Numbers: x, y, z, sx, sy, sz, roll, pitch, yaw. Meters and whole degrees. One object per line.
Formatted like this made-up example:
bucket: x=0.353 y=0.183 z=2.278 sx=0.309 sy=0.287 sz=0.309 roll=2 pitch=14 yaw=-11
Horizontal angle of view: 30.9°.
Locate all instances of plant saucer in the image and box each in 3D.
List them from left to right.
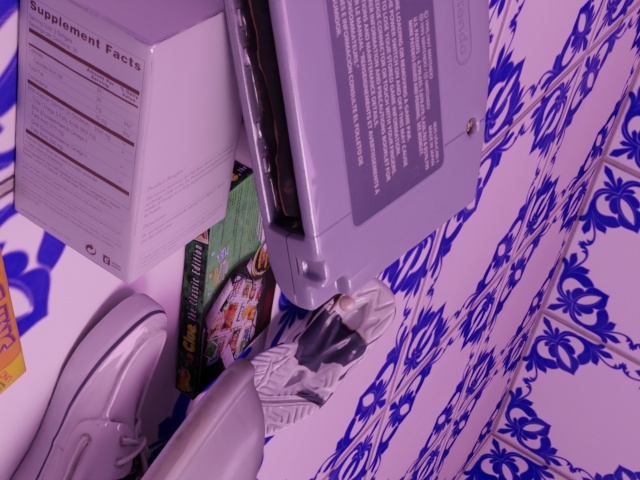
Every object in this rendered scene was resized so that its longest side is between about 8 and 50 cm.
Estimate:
plant saucer: x=-0.146 y=0.297 z=1.048 sx=0.400 sy=0.100 sz=0.400 roll=-56 pitch=178 yaw=-3

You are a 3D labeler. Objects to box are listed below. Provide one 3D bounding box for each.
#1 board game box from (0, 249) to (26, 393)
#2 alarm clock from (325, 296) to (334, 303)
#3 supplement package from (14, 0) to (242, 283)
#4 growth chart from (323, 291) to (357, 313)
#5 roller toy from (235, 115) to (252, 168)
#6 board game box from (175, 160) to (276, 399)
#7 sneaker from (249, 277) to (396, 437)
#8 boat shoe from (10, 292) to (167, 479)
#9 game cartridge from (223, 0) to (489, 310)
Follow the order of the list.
board game box: x=-0.207 y=-0.034 z=0.544 sx=0.039 sy=0.124 sz=0.259 roll=-45 pitch=155 yaw=-37
alarm clock: x=0.000 y=0.000 z=1.186 sx=0.192 sy=0.064 sz=0.129 roll=125 pitch=-14 yaw=-71
supplement package: x=-0.118 y=-0.085 z=0.728 sx=0.105 sy=0.105 sz=0.179 roll=-38 pitch=151 yaw=-45
growth chart: x=0.041 y=-0.009 z=1.221 sx=0.237 sy=0.021 sz=0.172 roll=-128 pitch=-118 yaw=-82
roller toy: x=-0.016 y=-0.143 z=0.846 sx=0.191 sy=0.146 sz=0.209 roll=-51 pitch=149 yaw=-21
board game box: x=-0.081 y=0.024 z=1.097 sx=0.136 sy=0.030 sz=0.260 roll=-40 pitch=152 yaw=-41
sneaker: x=-0.008 y=0.138 z=1.336 sx=0.235 sy=0.094 sz=0.153 roll=-49 pitch=171 yaw=-4
boat shoe: x=-0.185 y=0.176 z=0.951 sx=0.267 sy=0.088 sz=0.096 roll=-60 pitch=161 yaw=-3
game cartridge: x=0.032 y=-0.125 z=0.731 sx=0.198 sy=0.062 sz=0.297 roll=-38 pitch=133 yaw=-39
